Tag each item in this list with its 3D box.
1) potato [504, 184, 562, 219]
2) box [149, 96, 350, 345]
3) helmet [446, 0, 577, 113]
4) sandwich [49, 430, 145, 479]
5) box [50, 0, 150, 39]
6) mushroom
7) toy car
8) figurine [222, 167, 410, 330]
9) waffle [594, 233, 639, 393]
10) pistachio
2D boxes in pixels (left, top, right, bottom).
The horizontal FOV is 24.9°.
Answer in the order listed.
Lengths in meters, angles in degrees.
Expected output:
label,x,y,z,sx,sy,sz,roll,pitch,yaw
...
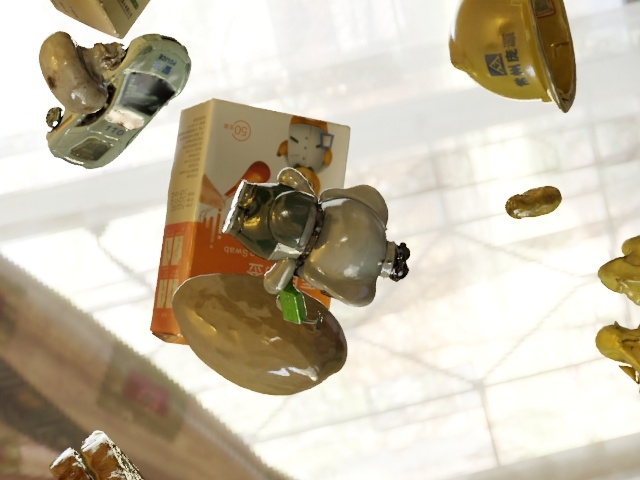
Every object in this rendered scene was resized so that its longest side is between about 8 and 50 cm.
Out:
label,x,y,z,sx,sy,sz,roll,pitch,yaw
potato,0.314,-0.055,2.153,0.046,0.092,0.045,151,102,-76
box,-0.100,-0.011,2.054,0.143,0.225,0.341,173,105,-65
helmet,0.228,-0.251,1.793,0.257,0.140,0.205,-68,-40,-55
sandwich,-0.143,0.322,1.363,0.288,0.099,0.254,50,171,-22
box,-0.214,-0.325,1.396,0.168,0.095,0.212,-59,-23,-15
mushroom,-0.224,-0.166,1.379,0.085,0.079,0.085,61,-173,-13
toy car,-0.225,-0.153,1.619,0.095,0.205,0.056,21,-139,-42
figurine,0.000,0.000,1.454,0.126,0.192,0.147,124,163,-64
waffle,0.345,0.079,1.145,0.261,0.250,0.056,47,139,33
pistachio,-0.076,0.112,1.749,0.136,0.226,0.136,21,-90,-78
